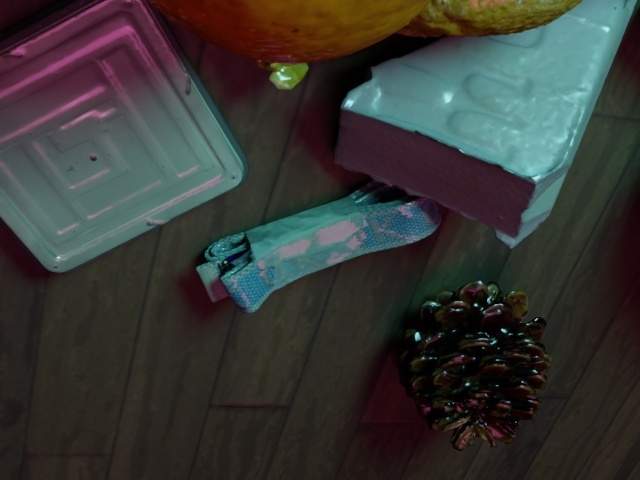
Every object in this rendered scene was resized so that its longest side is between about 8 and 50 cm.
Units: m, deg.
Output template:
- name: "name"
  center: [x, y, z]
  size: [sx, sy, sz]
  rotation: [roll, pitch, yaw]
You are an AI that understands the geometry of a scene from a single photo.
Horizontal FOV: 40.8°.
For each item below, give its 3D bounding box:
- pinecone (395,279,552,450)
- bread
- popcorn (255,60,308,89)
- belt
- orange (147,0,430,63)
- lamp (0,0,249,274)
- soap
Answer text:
- name: "pinecone"
  center: [0.214, 0.177, 1.171]
  size: [0.221, 0.221, 0.221]
  rotation: [-9, 127, -12]
- name: "bread"
  center: [0.142, -0.266, 0.805]
  size: [0.240, 0.240, 0.139]
  rotation: [-9, 116, -12]
- name: "popcorn"
  center: [-0.046, -0.212, 0.865]
  size: [0.089, 0.097, 0.109]
  rotation: [-44, 112, 12]
- name: "belt"
  center: [0.000, 0.000, 1.040]
  size: [0.302, 0.087, 0.072]
  rotation: [-22, 133, -2]
- name: "orange"
  center: [-0.051, -0.326, 0.572]
  size: [0.326, 0.424, 0.424]
  rotation: [-42, 127, 5]
- name: "lamp"
  center: [-0.243, -0.109, 0.905]
  size: [0.266, 0.047, 0.269]
  rotation: [-27, 129, 4]
- name: "soap"
  center: [0.179, -0.185, 0.955]
  size: [0.302, 0.258, 0.159]
  rotation: [-63, 165, -16]
